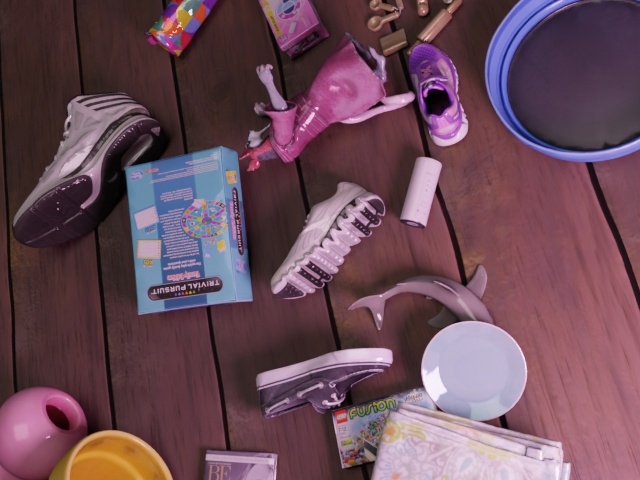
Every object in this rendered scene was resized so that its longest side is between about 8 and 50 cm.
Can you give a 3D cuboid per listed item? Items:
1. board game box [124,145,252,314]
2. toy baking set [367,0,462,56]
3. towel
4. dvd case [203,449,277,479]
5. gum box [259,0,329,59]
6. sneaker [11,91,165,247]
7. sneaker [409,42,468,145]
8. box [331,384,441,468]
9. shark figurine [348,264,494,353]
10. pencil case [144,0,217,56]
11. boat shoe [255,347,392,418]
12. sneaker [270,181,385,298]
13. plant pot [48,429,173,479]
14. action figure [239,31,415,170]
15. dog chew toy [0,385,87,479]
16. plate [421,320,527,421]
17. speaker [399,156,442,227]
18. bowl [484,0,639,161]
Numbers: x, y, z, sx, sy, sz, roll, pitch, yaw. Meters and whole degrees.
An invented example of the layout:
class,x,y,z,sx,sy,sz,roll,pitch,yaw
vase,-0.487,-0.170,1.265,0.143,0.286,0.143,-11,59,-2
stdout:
class,x,y,z,sx,sy,sz,roll,pitch,yaw
board game box,-0.294,-0.017,1.700,0.253,0.079,0.336,-9,84,22
toy baking set,0.209,-0.522,1.681,0.256,0.030,0.197,-44,61,8
towel,0.233,0.490,1.308,0.320,0.090,0.375,11,86,27
dvd case,-0.169,0.540,1.545,0.164,0.018,0.221,-4,73,25
gum box,-0.064,-0.525,1.794,0.107,0.062,0.188,-30,64,15
sneaker,-0.608,-0.193,1.921,0.447,0.169,0.257,-42,53,0
sneaker,0.232,-0.315,1.565,0.095,0.104,0.237,-22,65,20
box,0.129,0.353,1.448,0.207,0.036,0.114,-20,67,19
shark figurine,0.205,0.100,1.449,0.278,0.116,0.166,11,78,26
pencil case,-0.338,-0.579,1.924,0.104,0.104,0.236,39,92,29
boat shoe,0.007,0.283,1.488,0.301,0.108,0.102,-18,66,23
sneaker,0.000,0.000,1.588,0.292,0.110,0.118,-45,53,-3
plant pot,-0.465,0.557,1.566,0.239,0.254,0.254,-43,60,26
action figure,-0.017,-0.269,1.654,0.276,0.248,0.370,45,96,2
dog chew toy,-0.678,0.473,1.713,0.332,0.206,0.207,-39,62,19
plate,0.278,0.235,1.390,0.188,0.024,0.188,2,98,13
speaker,0.202,-0.097,1.541,0.055,0.055,0.136,11,80,28
bowl,0.513,-0.330,1.451,0.391,0.077,0.391,-8,71,23
